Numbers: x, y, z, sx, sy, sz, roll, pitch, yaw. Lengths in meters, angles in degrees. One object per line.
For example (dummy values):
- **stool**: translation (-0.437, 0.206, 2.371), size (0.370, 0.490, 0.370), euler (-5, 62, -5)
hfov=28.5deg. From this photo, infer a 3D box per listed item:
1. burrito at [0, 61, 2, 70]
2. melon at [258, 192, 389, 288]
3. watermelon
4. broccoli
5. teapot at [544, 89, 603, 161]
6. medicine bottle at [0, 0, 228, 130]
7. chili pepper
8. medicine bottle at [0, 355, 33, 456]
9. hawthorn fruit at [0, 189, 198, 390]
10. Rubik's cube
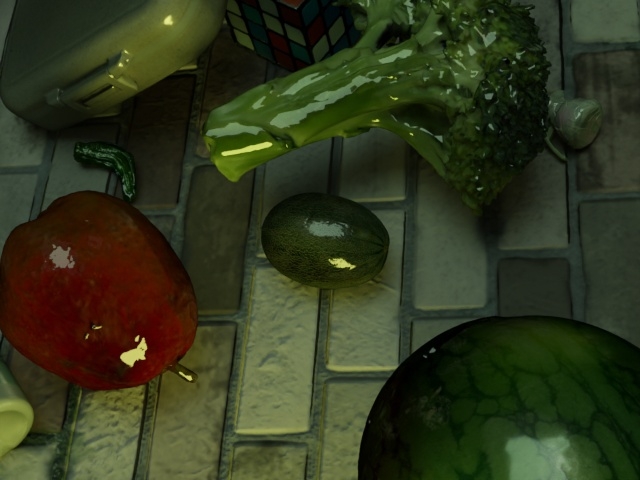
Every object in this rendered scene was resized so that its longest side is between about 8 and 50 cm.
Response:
- **burrito**: translation (-0.531, -0.200, 1.780), size (0.188, 0.045, 0.058), euler (-33, 32, -7)
- **melon**: translation (0.000, 0.000, 1.500), size (0.167, 0.114, 0.114), euler (13, 62, 19)
- **watermelon**: translation (0.210, 0.240, 1.177), size (0.363, 0.363, 0.363), euler (-5, 57, 8)
- **broccoli**: translation (0.089, -0.155, 1.474), size (0.397, 0.275, 0.353), euler (-32, 26, -33)
- **teapot**: translation (0.306, -0.144, 1.566), size (0.064, 0.064, 0.083), euler (31, 100, 34)
- **medicine bottle**: translation (-0.270, -0.303, 1.654), size (0.375, 0.123, 0.282), euler (-20, 53, 38)
- **chili pepper**: translation (-0.275, -0.100, 1.671), size (0.118, 0.035, 0.055), euler (39, 85, 19)
- **medicine bottle**: translation (-0.472, 0.111, 1.529), size (0.110, 0.110, 0.352), euler (-34, 58, -11)
- **hawthorn fruit**: translation (-0.242, 0.073, 1.455), size (0.261, 0.224, 0.224), euler (39, 72, 13)
- **Rubik's cube**: translation (-0.032, -0.333, 1.694), size (0.155, 0.154, 0.151), euler (28, 67, 25)
